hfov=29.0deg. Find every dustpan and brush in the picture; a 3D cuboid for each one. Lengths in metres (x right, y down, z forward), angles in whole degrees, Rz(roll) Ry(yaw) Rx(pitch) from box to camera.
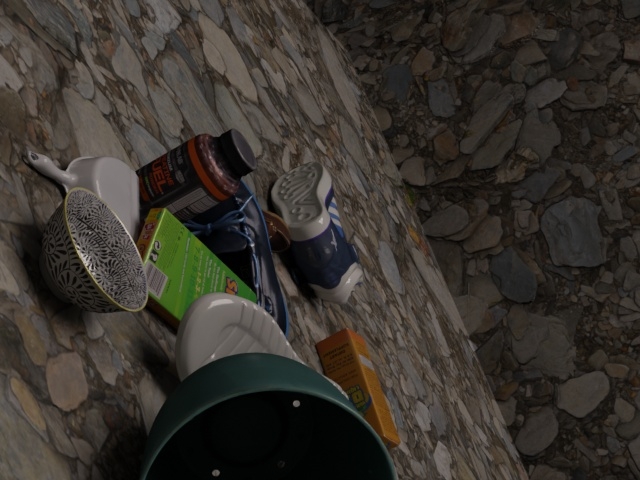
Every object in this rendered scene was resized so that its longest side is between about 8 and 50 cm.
[{"bbox_3d":[-0.321,-0.073,1.678,0.211,0.060,0.147,52,29,-57],"label":"dustpan and brush"}]

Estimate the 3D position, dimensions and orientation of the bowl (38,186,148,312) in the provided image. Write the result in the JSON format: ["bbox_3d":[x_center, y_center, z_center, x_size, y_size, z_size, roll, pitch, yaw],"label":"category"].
[{"bbox_3d":[-0.292,0.028,1.519,0.170,0.080,0.170,55,16,-24],"label":"bowl"}]

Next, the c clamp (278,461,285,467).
[{"bbox_3d":[-0.085,0.282,1.729,0.137,0.022,0.161,11,94,-53],"label":"c clamp"}]

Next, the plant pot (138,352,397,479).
[{"bbox_3d":[-0.075,0.265,1.460,0.293,0.293,0.235,57,1,-18],"label":"plant pot"}]

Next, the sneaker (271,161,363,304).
[{"bbox_3d":[0.001,0.000,2.540,0.323,0.130,0.236,-99,167,-63],"label":"sneaker"}]

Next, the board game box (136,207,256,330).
[{"bbox_3d":[-0.183,0.073,1.798,0.259,0.039,0.124,45,53,-43],"label":"board game box"}]

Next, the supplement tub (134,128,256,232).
[{"bbox_3d":[-0.195,-0.090,1.836,0.106,0.197,0.106,55,15,-23],"label":"supplement tub"}]

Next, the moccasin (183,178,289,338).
[{"bbox_3d":[-0.140,0.016,1.965,0.342,0.137,0.117,63,19,8],"label":"moccasin"}]

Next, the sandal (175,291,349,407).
[{"bbox_3d":[-0.101,0.208,1.778,0.102,0.169,0.416,16,-22,39],"label":"sandal"}]

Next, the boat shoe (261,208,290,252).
[{"bbox_3d":[-0.122,-0.024,2.232,0.207,0.073,0.073,37,30,-44],"label":"boat shoe"}]

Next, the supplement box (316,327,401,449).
[{"bbox_3d":[0.069,0.285,2.309,0.080,0.078,0.233,38,27,-58],"label":"supplement box"}]
